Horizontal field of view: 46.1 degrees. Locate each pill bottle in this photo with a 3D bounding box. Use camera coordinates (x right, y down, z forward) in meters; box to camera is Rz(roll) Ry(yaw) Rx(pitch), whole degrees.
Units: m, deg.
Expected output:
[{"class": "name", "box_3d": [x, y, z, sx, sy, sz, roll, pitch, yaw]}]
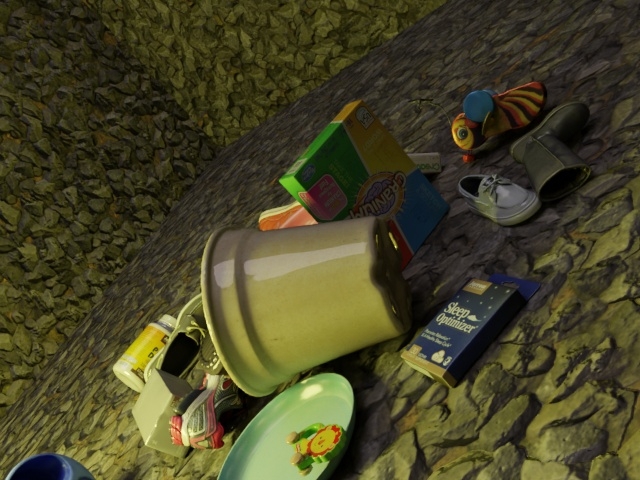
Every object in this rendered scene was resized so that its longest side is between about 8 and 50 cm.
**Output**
[{"class": "pill bottle", "box_3d": [-0.478, 0.317, 2.135, 0.117, 0.117, 0.215, -13, 35, 56]}]

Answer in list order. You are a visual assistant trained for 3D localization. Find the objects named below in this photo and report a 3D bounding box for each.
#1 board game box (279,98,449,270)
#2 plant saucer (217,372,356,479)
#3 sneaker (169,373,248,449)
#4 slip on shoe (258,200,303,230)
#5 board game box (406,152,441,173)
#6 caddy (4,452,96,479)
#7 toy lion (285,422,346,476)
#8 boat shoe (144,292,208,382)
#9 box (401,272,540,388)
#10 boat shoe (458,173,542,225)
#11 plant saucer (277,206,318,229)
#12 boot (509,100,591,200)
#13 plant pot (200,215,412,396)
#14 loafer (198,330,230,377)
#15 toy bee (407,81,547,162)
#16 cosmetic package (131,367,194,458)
[{"class": "board game box", "box_3d": [0.100, -0.097, 1.577, 0.242, 0.316, 0.064, -51, 21, -22]}, {"class": "plant saucer", "box_3d": [-0.054, 0.367, 1.305, 0.318, 0.043, 0.317, -38, 19, 16]}, {"class": "sneaker", "box_3d": [-0.194, 0.335, 1.578, 0.112, 0.120, 0.299, 8, 31, 20]}, {"class": "slip on shoe", "box_3d": [-0.056, -0.052, 2.143, 0.331, 0.123, 0.101, -15, 65, 44]}, {"class": "board game box", "box_3d": [0.116, -0.173, 1.841, 0.306, 0.053, 0.193, -6, 1, -28]}, {"class": "caddy", "box_3d": [-0.585, 0.605, 1.545, 0.179, 0.241, 0.341, -40, 19, 29]}, {"class": "toy lion", "box_3d": [-0.004, 0.322, 1.196, 0.096, 0.034, 0.100, -35, 19, 2]}, {"class": "boat shoe", "box_3d": [-0.352, 0.268, 2.016, 0.305, 0.109, 0.091, -57, 23, -20]}, {"class": "box", "box_3d": [0.244, 0.132, 1.234, 0.225, 0.036, 0.136, -45, 19, -12]}, {"class": "boat shoe", "box_3d": [0.335, -0.087, 1.453, 0.079, 0.081, 0.227, -45, 19, -7]}, {"class": "plant saucer", "box_3d": [0.000, 0.000, 1.746, 0.332, 0.084, 0.332, -34, 22, 16]}, {"class": "boot", "box_3d": [0.456, -0.172, 1.413, 0.190, 0.076, 0.208, -41, 16, 12]}, {"class": "plant pot", "box_3d": [-0.004, 0.098, 1.394, 0.306, 0.333, 0.333, -15, 28, 18]}, {"class": "loafer", "box_3d": [-0.156, 0.175, 1.589, 0.133, 0.130, 0.366, -55, 10, 21]}, {"class": "toy bee", "box_3d": [0.371, -0.265, 1.719, 0.195, 0.162, 0.298, -18, 13, -41]}, {"class": "cosmetic package", "box_3d": [-0.346, 0.387, 1.707, 0.127, 0.107, 0.238, -62, 24, -3]}]
